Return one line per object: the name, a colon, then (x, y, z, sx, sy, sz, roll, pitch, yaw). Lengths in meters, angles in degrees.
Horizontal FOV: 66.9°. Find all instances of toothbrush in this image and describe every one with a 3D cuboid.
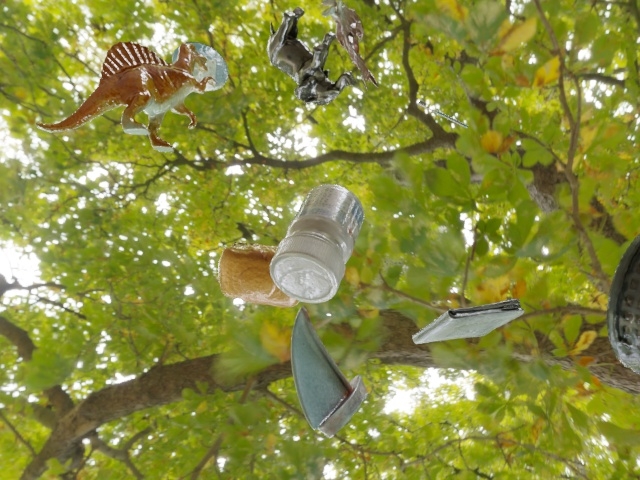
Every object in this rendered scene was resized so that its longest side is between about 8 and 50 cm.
toothbrush: (0.367, -0.378, 1.448, 0.167, 0.011, 0.014, 31, -102, 12)

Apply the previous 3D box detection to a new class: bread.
bread: (-0.161, 0.093, 1.357, 0.245, 0.121, 0.174, 12, -56, 6)

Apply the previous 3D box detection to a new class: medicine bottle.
medicine bottle: (0.000, 0.000, 0.724, 0.105, 0.105, 0.168, -1, -140, 24)

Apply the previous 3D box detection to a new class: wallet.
wallet: (0.341, 0.189, 1.113, 0.167, 0.222, 0.036, 125, -45, -52)

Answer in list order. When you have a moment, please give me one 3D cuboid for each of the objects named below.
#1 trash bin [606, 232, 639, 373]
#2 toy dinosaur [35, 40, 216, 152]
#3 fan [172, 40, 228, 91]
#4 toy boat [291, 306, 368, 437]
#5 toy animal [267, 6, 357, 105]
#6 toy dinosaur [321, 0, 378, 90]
trash bin: (0.395, 0.074, 0.448, 0.175, 0.175, 0.161, -63, -153, -1)
toy dinosaur: (-0.210, -0.182, 0.561, 0.057, 0.212, 0.142, -15, -100, 41)
fan: (-0.256, -0.332, 0.985, 0.175, 0.113, 0.005, -35, -144, 46)
toy boat: (-0.006, 0.136, 0.513, 0.034, 0.096, 0.122, -34, -88, 40)
toy animal: (-0.021, -0.405, 1.093, 0.245, 0.114, 0.146, 51, -42, 18)
toy dinosaur: (0.039, -0.267, 0.642, 0.032, 0.108, 0.220, -20, -132, 20)
